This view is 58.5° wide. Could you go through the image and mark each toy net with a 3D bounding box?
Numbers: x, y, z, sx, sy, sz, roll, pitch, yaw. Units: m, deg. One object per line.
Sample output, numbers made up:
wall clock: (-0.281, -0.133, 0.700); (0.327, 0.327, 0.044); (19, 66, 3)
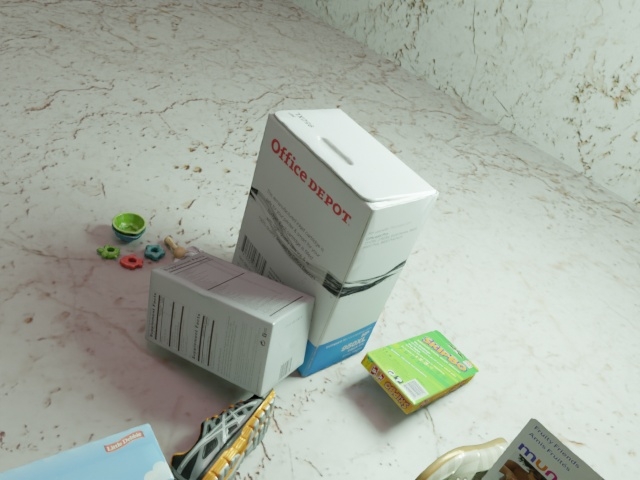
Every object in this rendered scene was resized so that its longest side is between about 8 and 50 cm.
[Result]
toy net: (-0.323, 0.019, 1.163); (0.232, 0.045, 0.122); (18, 35, -2)

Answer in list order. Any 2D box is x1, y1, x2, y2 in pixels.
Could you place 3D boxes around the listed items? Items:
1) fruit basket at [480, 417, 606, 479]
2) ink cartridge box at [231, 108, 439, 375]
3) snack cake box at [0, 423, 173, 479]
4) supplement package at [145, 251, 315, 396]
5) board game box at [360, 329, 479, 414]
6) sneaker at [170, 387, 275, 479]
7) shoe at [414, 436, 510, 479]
fruit basket: (0.308, 0.420, 0.677); (0.166, 0.353, 0.327); (-30, 58, -28)
ink cartridge box: (0.000, 0.000, 1.041); (0.166, 0.394, 0.285); (-15, 48, -38)
snack cake box: (-0.317, 0.332, 0.663); (0.265, 0.152, 0.089); (-11, 45, -35)
supplement package: (-0.154, 0.130, 0.960); (0.244, 0.133, 0.139); (20, 21, 24)
board game box: (0.198, 0.241, 1.088); (0.260, 0.039, 0.124); (-7, 43, -48)
sneaker: (-0.138, 0.290, 0.867); (0.083, 0.084, 0.215); (22, 33, 19)
shoe: (0.247, 0.377, 0.934); (0.219, 0.076, 0.058); (-4, 37, -32)
